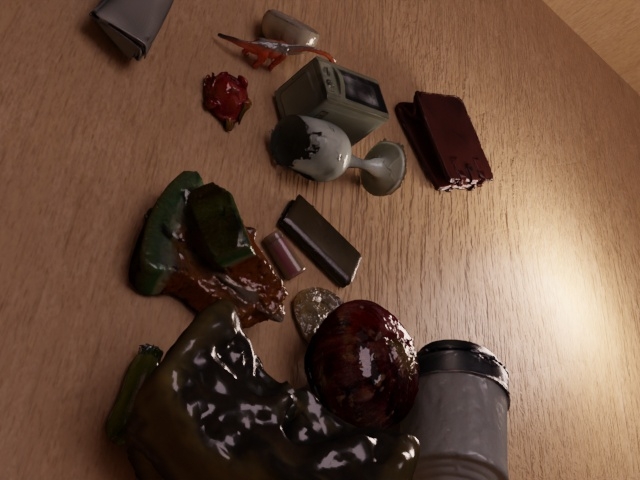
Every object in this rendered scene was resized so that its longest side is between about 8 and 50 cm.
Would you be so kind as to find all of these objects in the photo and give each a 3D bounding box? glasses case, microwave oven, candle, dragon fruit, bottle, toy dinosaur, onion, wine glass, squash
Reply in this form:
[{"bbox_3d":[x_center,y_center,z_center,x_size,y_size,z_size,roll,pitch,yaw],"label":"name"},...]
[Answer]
[{"bbox_3d":[-0.361,-0.469,1.803,0.128,0.083,0.308,33,42,-20],"label":"glasses case"},{"bbox_3d":[0.024,-0.306,2.050,0.205,0.163,0.129,11,56,-45],"label":"microwave oven"},{"bbox_3d":[0.253,0.376,1.764,0.221,0.221,0.342,36,43,-26],"label":"candle"},{"bbox_3d":[-0.186,-0.302,1.889,0.112,0.068,0.126,41,38,-20],"label":"dragon fruit"},{"bbox_3d":[-0.072,0.028,1.795,0.096,0.045,0.045,56,36,3],"label":"bottle"},{"bbox_3d":[-0.099,-0.417,2.048,0.280,0.101,0.055,3,72,-35],"label":"toy dinosaur"},{"bbox_3d":[0.077,0.235,1.686,0.246,0.190,0.246,31,45,-37],"label":"onion"},{"bbox_3d":[0.039,-0.186,2.002,0.321,0.143,0.143,11,56,-41],"label":"wine glass"},{"bbox_3d":[-0.283,0.233,1.397,0.052,0.052,0.183,38,39,-24],"label":"squash"}]

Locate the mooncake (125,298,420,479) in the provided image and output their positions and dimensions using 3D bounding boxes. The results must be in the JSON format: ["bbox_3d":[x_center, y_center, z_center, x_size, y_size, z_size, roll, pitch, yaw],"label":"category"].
[{"bbox_3d":[-0.067,0.295,1.307,0.246,0.394,0.393,-49,128,-50],"label":"mooncake"}]

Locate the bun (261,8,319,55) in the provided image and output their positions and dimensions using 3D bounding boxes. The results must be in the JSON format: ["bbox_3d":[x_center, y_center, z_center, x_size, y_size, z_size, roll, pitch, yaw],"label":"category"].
[{"bbox_3d":[-0.077,-0.466,2.119,0.138,0.094,0.138,23,16,-7],"label":"bun"}]

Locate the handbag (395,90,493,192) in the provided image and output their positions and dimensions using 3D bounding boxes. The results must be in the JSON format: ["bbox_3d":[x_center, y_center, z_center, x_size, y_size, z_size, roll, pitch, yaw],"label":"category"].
[{"bbox_3d":[0.337,-0.262,2.451,0.260,0.084,0.275,-4,67,-53],"label":"handbag"}]

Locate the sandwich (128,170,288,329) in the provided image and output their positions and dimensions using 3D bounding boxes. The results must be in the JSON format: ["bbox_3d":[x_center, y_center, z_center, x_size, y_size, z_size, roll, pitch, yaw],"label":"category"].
[{"bbox_3d":[-0.168,0.034,1.583,0.301,0.162,0.250,42,43,-15],"label":"sandwich"}]

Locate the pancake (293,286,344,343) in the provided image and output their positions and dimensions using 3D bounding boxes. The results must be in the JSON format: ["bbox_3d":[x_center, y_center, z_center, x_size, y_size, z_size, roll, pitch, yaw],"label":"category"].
[{"bbox_3d":[0.004,0.154,1.803,0.152,0.025,0.151,28,46,-34],"label":"pancake"}]

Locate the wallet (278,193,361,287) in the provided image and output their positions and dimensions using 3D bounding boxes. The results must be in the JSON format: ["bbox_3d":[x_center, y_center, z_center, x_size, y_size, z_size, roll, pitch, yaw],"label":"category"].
[{"bbox_3d":[0.000,0.000,1.908,0.198,0.031,0.110,45,38,-16],"label":"wallet"}]
